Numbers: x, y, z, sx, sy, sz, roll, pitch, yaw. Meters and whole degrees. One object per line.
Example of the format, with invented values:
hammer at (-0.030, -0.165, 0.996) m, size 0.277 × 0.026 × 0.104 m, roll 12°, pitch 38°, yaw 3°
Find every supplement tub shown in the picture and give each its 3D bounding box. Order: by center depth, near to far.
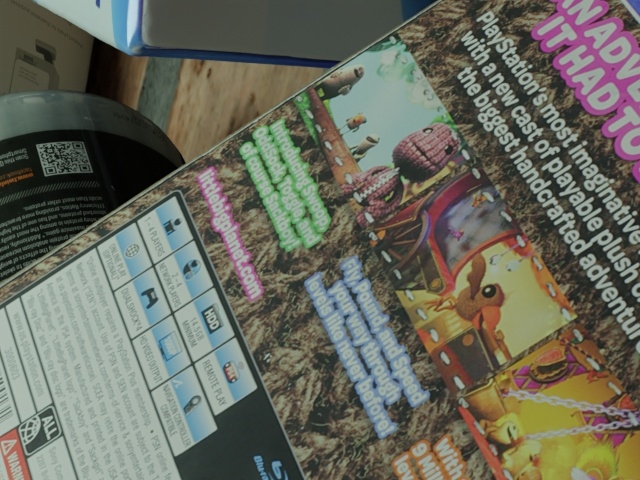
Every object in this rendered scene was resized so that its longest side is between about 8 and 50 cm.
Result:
supplement tub at (-0.128, 0.082, 0.995) m, size 0.194 × 0.193 × 0.316 m, roll -62°, pitch 34°, yaw 33°

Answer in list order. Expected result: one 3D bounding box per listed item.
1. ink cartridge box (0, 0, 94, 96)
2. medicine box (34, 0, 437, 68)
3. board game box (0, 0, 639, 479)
ink cartridge box at (-0.276, -0.075, 1.268) m, size 0.207 × 0.117 × 0.283 m, roll -6°, pitch 68°, yaw 35°
medicine box at (-0.043, -0.230, 0.890) m, size 0.289 × 0.149 × 0.264 m, roll -145°, pitch 58°, yaw -69°
board game box at (0.047, 0.067, 0.587) m, size 0.291 × 0.141 × 0.232 m, roll -32°, pitch 44°, yaw 6°
